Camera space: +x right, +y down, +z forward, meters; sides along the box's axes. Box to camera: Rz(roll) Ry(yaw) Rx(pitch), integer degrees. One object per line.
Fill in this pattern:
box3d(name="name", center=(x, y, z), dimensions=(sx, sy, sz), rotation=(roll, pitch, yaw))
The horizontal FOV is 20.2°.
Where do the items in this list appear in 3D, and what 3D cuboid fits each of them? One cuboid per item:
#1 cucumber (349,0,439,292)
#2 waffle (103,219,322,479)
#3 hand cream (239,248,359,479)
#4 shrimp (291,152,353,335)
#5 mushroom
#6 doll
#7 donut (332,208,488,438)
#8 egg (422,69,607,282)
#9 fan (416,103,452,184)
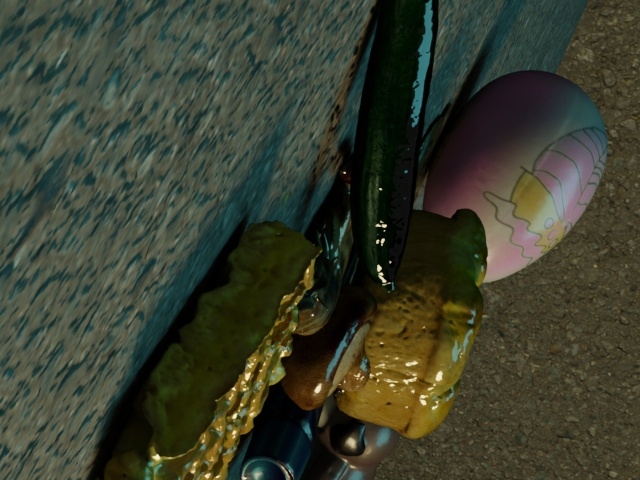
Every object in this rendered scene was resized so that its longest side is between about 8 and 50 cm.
box3d(name="cucumber", center=(0.052, -0.081, 1.352), dimensions=(0.056, 0.056, 0.284), rotation=(-54, 155, -51))
box3d(name="waffle", center=(-0.087, 0.127, 1.220), dimensions=(0.229, 0.057, 0.219), rotation=(-57, 170, -36))
box3d(name="hand cream", center=(-0.011, 0.129, 1.780), dimensions=(0.120, 0.061, 0.270), rotation=(104, 6, -52))
box3d(name="shrimp", center=(0.000, 0.000, 1.425), dimensions=(0.296, 0.058, 0.169), rotation=(-7, 114, -83))
box3d(name="mushroom", center=(0.012, 0.098, 1.666), dimensions=(0.127, 0.087, 0.127), rotation=(-63, 177, -7))
box3d(name="doll", center=(0.020, 0.248, 2.099), dimensions=(0.257, 0.117, 0.182), rotation=(-67, 173, 28))
box3d(name="donut", center=(0.090, 0.088, 1.868), dimensions=(0.261, 0.128, 0.209), rotation=(106, -5, -46))
box3d(name="egg", center=(0.227, -0.075, 2.125), dimensions=(0.271, 0.196, 0.196), rotation=(-61, 172, -25))
box3d(name="fan", center=(0.097, -0.065, 1.980), dimensions=(0.153, 0.008, 0.227), rotation=(-66, 173, 23))
